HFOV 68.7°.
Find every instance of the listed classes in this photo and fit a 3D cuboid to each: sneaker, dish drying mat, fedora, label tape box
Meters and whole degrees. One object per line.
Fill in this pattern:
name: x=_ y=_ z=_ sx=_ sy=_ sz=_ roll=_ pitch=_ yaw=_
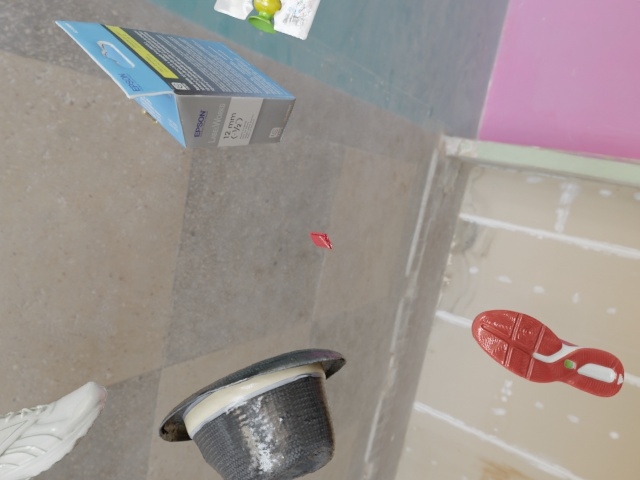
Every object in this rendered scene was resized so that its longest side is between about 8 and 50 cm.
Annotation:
sneaker: x=0.307 y=0.167 z=0.693 sx=0.128 sy=0.222 sz=0.086 roll=126 pitch=-10 yaw=-79
dish drying mat: x=0.000 y=0.000 z=0.859 sx=0.008 sy=0.083 sz=0.032 roll=-32 pitch=103 yaw=-16
fedora: x=-0.085 y=0.303 z=0.734 sx=0.335 sy=0.152 sz=0.334 roll=-19 pitch=153 yaw=-10
sneaker: x=-0.363 y=0.228 z=0.533 sx=0.232 sy=0.090 sz=0.115 roll=-38 pitch=97 yaw=-38
label tape box: x=-0.255 y=-0.279 z=0.860 sx=0.348 sy=0.249 sz=0.115 roll=-19 pitch=143 yaw=-47

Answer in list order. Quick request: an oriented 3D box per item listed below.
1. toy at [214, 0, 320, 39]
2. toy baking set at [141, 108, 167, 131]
toy: x=-0.039 y=-0.400 z=0.648 sx=0.056 sy=0.137 sz=0.237 roll=36 pitch=75 yaw=-83
toy baking set: x=-0.312 y=-0.296 z=1.182 sx=0.256 sy=0.197 sz=0.030 roll=32 pitch=58 yaw=-67
